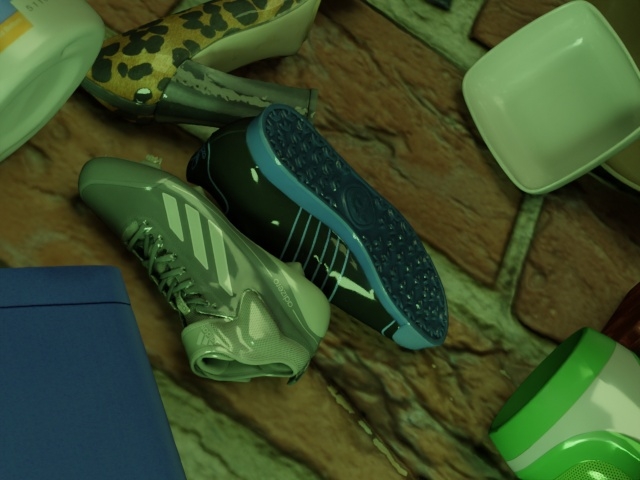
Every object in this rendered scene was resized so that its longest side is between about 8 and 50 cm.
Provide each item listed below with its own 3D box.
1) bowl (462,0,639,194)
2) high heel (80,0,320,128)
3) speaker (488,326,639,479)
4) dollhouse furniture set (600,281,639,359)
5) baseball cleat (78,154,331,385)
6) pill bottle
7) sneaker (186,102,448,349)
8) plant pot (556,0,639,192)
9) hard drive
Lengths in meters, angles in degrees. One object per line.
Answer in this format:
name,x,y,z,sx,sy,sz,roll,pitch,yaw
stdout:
bowl,0.206,-0.117,1.372,0.142,0.142,0.053,63,14,23
high heel,-0.095,-0.184,1.253,0.186,0.093,0.261,10,44,-10
speaker,0.266,0.201,1.157,0.296,0.131,0.131,42,44,2
dollhouse furniture set,0.374,0.059,1.169,0.201,0.374,0.152,44,49,1
baseball cleat,-0.088,0.024,1.097,0.205,0.072,0.109,31,52,-5
pill bottle,-0.288,-0.181,1.063,0.272,0.152,0.152,44,44,3
sneaker,0.000,0.000,1.177,0.232,0.090,0.081,50,39,-22
plant pot,0.376,-0.150,1.435,0.191,0.284,0.284,24,37,-61
hard drive,-0.175,0.161,0.953,0.210,0.040,0.319,-1,58,-35
